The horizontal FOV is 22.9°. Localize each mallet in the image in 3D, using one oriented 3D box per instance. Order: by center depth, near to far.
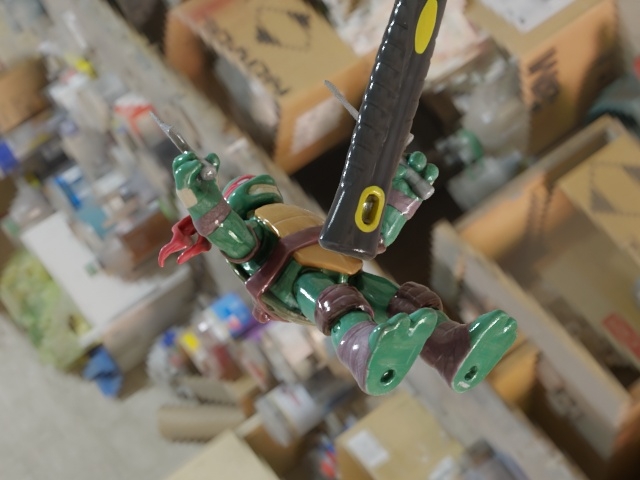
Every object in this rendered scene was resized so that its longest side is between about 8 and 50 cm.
[{"bbox_3d":[0.043,-0.085,0.468,0.039,0.062,0.190,16,96,58],"label":"mallet"}]

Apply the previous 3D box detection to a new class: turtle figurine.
[{"bbox_3d":[0.000,0.000,0.937,0.234,0.175,0.118,44,135,36],"label":"turtle figurine"}]
